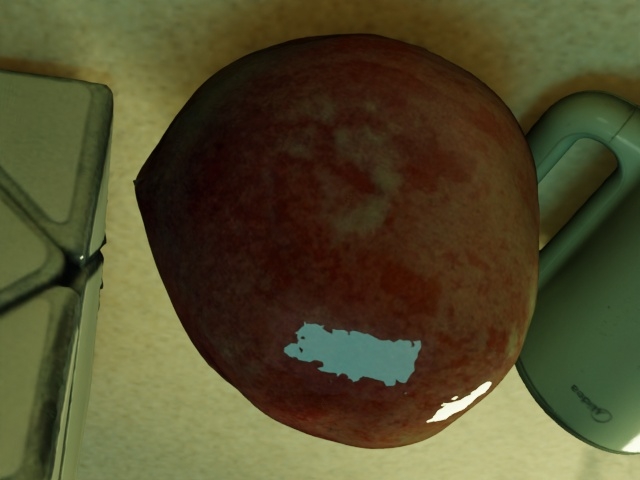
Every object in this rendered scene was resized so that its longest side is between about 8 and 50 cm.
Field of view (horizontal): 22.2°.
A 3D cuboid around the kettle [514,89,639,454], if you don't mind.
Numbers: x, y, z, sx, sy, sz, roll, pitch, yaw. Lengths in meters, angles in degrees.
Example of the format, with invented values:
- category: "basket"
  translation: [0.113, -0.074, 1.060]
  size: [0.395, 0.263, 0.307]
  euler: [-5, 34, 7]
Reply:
- category: "kettle"
  translation: [0.137, 0.009, 0.634]
  size: [0.126, 0.098, 0.148]
  euler: [17, 139, -23]

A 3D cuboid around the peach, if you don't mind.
- category: "peach"
  translation: [0.000, 0.000, 0.605]
  size: [0.152, 0.152, 0.152]
  euler: [2, 137, 1]

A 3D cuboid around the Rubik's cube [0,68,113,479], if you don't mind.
- category: "Rubik's cube"
  translation: [-0.195, 0.062, 0.627]
  size: [0.205, 0.207, 0.205]
  euler: [9, 138, -5]
